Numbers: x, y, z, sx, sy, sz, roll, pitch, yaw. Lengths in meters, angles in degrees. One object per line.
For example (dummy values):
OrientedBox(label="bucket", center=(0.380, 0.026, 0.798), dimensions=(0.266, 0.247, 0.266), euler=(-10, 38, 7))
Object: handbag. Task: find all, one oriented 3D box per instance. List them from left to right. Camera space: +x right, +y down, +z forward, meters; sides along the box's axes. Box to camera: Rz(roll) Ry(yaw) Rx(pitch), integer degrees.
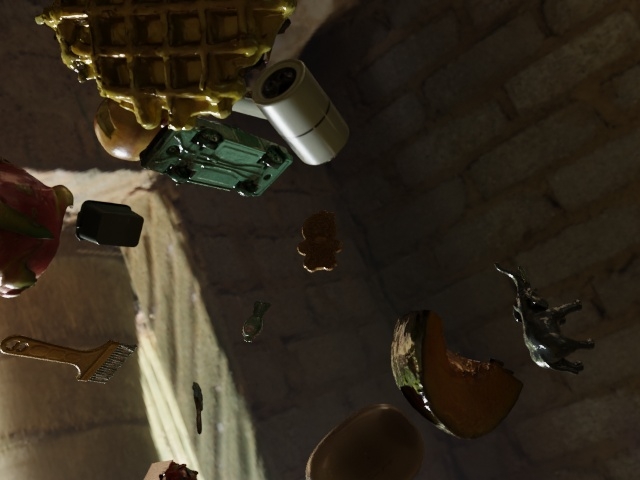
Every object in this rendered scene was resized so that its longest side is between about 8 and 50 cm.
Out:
OrientedBox(label="handbag", center=(-0.405, 0.618, 1.793), dimensions=(0.190, 0.063, 0.127), euler=(-32, -152, 56))

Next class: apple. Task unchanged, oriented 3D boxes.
OrientedBox(label="apple", center=(-0.460, -0.289, 1.769), dimensions=(0.199, 0.199, 0.199), euler=(-22, 167, -5))

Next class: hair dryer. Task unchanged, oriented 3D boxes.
OrientedBox(label="hair dryer", center=(-0.117, -0.295, 1.561), dimensions=(0.128, 0.362, 0.203), euler=(-55, 136, -12))

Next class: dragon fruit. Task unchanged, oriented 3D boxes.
OrientedBox(label="dragon fruit", center=(-0.648, -0.015, 1.508), dimensions=(0.189, 0.291, 0.290), euler=(20, 142, -35))
OrientedBox(label="dragon fruit", center=(-0.310, 0.559, 1.643), dimensions=(0.081, 0.116, 0.086), euler=(-53, 170, -16))

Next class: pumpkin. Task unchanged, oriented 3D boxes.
OrientedBox(label="pumpkin", center=(0.170, 0.215, 1.131), dimensions=(0.169, 0.148, 0.312), euler=(5, 153, 45))

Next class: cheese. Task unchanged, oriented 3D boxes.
OrientedBox(label="cheese", center=(-0.178, 0.221, 1.971), dimensions=(0.067, 0.121, 0.026), euler=(5, 150, 32))

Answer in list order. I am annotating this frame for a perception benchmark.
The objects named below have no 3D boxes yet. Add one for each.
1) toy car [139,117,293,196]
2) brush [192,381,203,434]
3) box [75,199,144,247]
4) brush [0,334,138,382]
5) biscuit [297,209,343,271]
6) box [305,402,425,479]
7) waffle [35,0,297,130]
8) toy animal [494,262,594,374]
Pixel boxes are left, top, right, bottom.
OrientedBox(label="toy car", center=(-0.207, -0.179, 1.483), dimensions=(0.320, 0.097, 0.141), euler=(10, 134, -48))
OrientedBox(label="brush", center=(-0.362, 0.502, 2.128), dimensions=(0.021, 0.196, 0.070), euler=(-14, 123, -1))
OrientedBox(label="box", center=(-0.414, -0.030, 1.428), dimensions=(0.069, 0.084, 0.122), euler=(20, -171, 39))
OrientedBox(label="brush", center=(-0.446, 0.201, 1.268), dimensions=(0.103, 0.013, 0.272), euler=(-47, 147, 8))
OrientedBox(label="biscuit", center=(-0.004, 0.004, 2.117), dimensions=(0.133, 0.184, 0.027), euler=(-17, 163, 7))
OrientedBox(label="box", center=(0.073, 0.357, 1.164), dimensions=(0.200, 0.146, 0.088), euler=(-36, 164, -17))
OrientedBox(label="waffle", center=(-0.244, -0.370, 1.105), dimensions=(0.380, 0.382, 0.095), euler=(-50, 176, 16))
OrientedBox(label="toy animal", center=(0.461, 0.154, 1.472), dimensions=(0.137, 0.269, 0.082), euler=(0, 142, -23))
